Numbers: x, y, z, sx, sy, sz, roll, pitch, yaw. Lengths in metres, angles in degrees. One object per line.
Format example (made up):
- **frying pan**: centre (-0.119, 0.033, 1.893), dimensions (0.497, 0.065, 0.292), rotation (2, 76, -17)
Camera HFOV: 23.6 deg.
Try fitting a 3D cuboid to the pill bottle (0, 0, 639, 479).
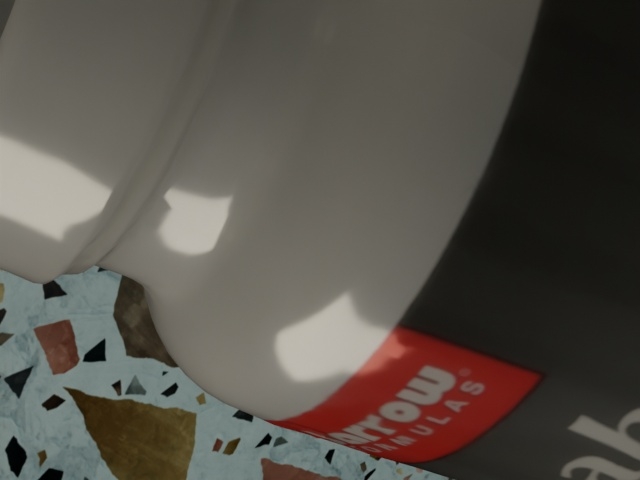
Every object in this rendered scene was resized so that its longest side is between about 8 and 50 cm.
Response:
- **pill bottle**: centre (0.070, -0.023, 0.495), dimensions (0.363, 0.210, 0.210), rotation (19, 178, -20)
